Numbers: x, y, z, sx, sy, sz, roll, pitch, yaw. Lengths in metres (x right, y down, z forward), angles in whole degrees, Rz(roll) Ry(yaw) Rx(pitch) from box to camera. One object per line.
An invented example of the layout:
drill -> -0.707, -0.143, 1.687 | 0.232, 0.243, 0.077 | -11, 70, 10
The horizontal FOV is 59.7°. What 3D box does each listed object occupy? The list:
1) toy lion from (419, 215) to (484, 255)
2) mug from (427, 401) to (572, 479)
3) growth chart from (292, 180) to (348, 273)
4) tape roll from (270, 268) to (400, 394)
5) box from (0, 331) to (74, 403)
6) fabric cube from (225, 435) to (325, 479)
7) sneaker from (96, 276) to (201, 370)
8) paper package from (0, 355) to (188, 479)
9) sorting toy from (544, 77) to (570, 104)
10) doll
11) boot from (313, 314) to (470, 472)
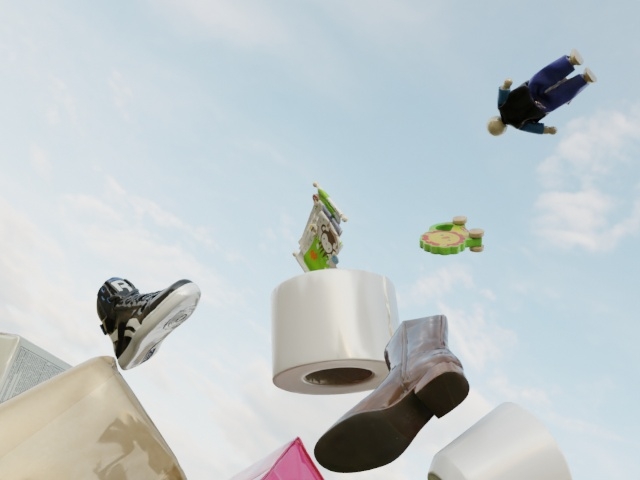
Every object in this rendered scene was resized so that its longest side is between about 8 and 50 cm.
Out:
toy lion -> 0.196, -0.004, 0.861 | 0.096, 0.100, 0.034 | -7, -68, -7
mug -> 0.101, 0.141, 0.318 | 0.078, 0.064, 0.062 | 63, -20, 20
growth chart -> 0.000, 0.000, 1.338 | 0.172, 0.021, 0.237 | 48, -50, 39
tape roll -> 0.029, 0.177, 1.044 | 0.247, 0.169, 0.246 | -3, -29, -2
box -> -0.490, 0.248, 0.881 | 0.127, 0.148, 0.232 | 5, -29, 11
fabric cube -> -0.107, 0.515, 0.876 | 0.258, 0.259, 0.254 | -36, -98, 15
sneaker -> -0.257, 0.087, 0.781 | 0.217, 0.079, 0.121 | -45, -105, 36
paper package -> -0.326, 0.259, 0.457 | 0.310, 0.325, 0.168 | -29, -92, 46
sorting toy -> 0.409, -0.269, 0.946 | 0.062, 0.012, 0.083 | 28, -19, 11
doll -> 0.363, -0.232, 0.945 | 0.129, 0.046, 0.189 | 47, -48, -11
boot -> 0.046, 0.094, 0.372 | 0.107, 0.114, 0.037 | -31, -81, 9
